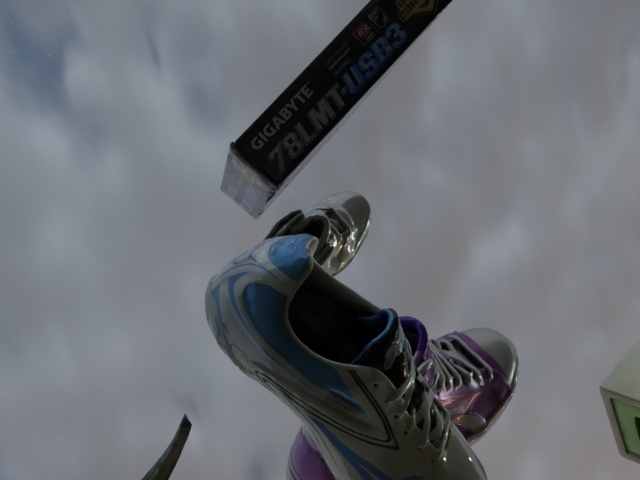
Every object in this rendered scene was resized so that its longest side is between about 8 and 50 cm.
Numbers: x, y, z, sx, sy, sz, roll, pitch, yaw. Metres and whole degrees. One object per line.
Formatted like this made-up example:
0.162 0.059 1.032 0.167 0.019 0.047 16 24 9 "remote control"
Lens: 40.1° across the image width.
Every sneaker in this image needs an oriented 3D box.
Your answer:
0.000 0.000 1.225 0.108 0.169 0.292 47 -124 2 "sneaker"
0.033 0.091 0.516 0.237 0.086 0.085 46 -140 -23 "sneaker"
0.101 0.120 0.779 0.282 0.102 0.161 -26 -37 -39 "sneaker"

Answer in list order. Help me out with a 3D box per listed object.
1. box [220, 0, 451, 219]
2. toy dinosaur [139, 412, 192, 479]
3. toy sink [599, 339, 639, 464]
0.009 -0.164 1.005 0.073 0.293 0.295 42 -98 -2 "box"
-0.166 0.279 0.716 0.268 0.118 0.064 -49 -24 10 "toy dinosaur"
0.539 0.260 1.244 0.131 0.234 0.153 -40 -58 -25 "toy sink"
